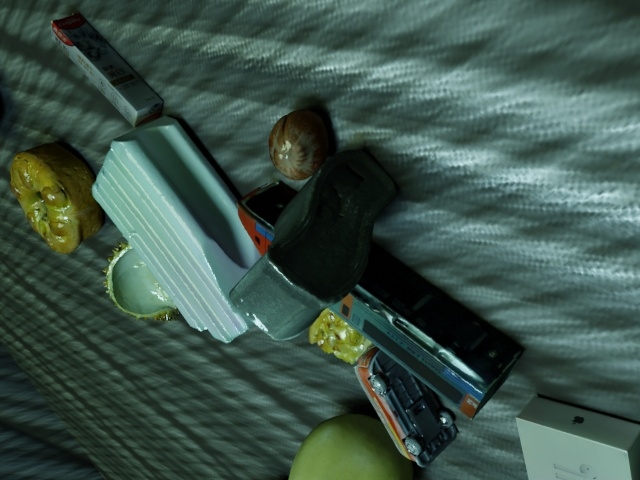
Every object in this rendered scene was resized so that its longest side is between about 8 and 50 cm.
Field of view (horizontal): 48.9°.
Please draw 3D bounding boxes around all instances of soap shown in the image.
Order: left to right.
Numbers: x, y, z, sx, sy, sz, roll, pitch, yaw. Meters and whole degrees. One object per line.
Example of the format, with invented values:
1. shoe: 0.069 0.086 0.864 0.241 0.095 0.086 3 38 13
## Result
1. soap: -0.204 -0.008 1.116 0.347 0.115 0.208 53 145 2

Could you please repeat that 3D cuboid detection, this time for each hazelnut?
1. hazelnut: -0.029 -0.115 0.859 0.086 0.086 0.086 29 137 31

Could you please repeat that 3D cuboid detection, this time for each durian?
1. durian: -0.331 0.067 1.340 0.139 0.144 0.252 9 122 18

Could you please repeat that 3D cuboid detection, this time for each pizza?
1. pizza: 0.031 0.132 1.029 0.099 0.036 0.160 49 144 8

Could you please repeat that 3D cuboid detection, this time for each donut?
1. donut: -0.537 -0.089 1.432 0.226 0.114 0.226 30 138 31

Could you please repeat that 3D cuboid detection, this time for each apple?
1. apple: 0.045 0.367 1.087 0.200 0.200 0.200 29 137 31

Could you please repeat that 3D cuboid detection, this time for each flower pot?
1. flower pot: 0.000 0.000 0.802 0.103 0.229 0.108 36 140 -7

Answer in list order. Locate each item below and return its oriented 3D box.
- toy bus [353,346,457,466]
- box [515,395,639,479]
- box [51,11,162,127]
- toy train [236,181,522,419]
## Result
1. toy bus: 0.112 0.221 0.979 0.174 0.079 0.077 60 154 -7
2. box: 0.303 0.256 0.807 0.129 0.051 0.130 8 124 46
3. box: -0.338 -0.270 1.109 0.218 0.055 0.039 45 142 11
4. toy train: 0.056 0.064 0.903 0.409 0.086 0.089 35 142 25
